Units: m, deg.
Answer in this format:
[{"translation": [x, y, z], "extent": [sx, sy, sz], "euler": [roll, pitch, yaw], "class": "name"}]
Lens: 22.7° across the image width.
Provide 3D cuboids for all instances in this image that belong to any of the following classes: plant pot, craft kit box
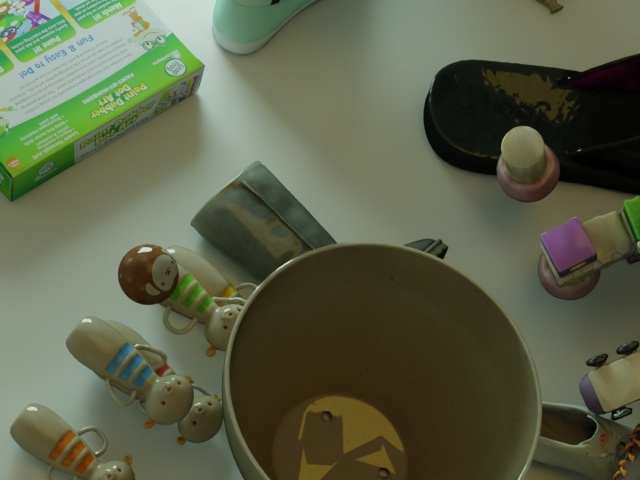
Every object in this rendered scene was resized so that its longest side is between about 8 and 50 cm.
[{"translation": [0.036, 0.169, 1.457], "extent": [0.284, 0.191, 0.284], "euler": [6, 61, -11], "class": "plant pot"}, {"translation": [-0.293, -0.198, 1.658], "extent": [0.250, 0.061, 0.246], "euler": [-34, 72, -27], "class": "craft kit box"}]

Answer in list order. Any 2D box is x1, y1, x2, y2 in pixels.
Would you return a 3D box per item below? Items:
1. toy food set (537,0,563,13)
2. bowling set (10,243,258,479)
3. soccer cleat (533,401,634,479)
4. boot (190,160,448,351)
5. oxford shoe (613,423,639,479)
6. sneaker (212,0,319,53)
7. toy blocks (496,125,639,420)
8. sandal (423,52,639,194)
[{"translation": [0.259, -0.330, 1.885], "extent": [0.078, 0.019, 0.122], "euler": [-37, 76, -28], "class": "toy food set"}, {"translation": [-0.141, 0.106, 1.452], "extent": [0.154, 0.200, 0.287], "euler": [37, 63, 4], "class": "bowling set"}, {"translation": [0.279, 0.204, 1.564], "extent": [0.196, 0.076, 0.068], "euler": [15, 59, -6], "class": "soccer cleat"}, {"translation": [0.001, -0.002, 1.621], "extent": [0.189, 0.076, 0.208], "euler": [-36, 68, -31], "class": "boot"}, {"translation": [0.311, 0.242, 1.505], "extent": [0.363, 0.130, 0.133], "euler": [-28, 80, -19], "class": "oxford shoe"}, {"translation": [-0.019, -0.327, 1.739], "extent": [0.094, 0.151, 0.256], "euler": [33, 58, 7], "class": "sneaker"}, {"translation": [0.355, 0.000, 1.622], "extent": [0.288, 0.260, 0.309], "euler": [-23, 77, 5], "class": "toy blocks"}, {"translation": [0.338, -0.136, 1.747], "extent": [0.445, 0.107, 0.167], "euler": [-1, 62, -14], "class": "sandal"}]
